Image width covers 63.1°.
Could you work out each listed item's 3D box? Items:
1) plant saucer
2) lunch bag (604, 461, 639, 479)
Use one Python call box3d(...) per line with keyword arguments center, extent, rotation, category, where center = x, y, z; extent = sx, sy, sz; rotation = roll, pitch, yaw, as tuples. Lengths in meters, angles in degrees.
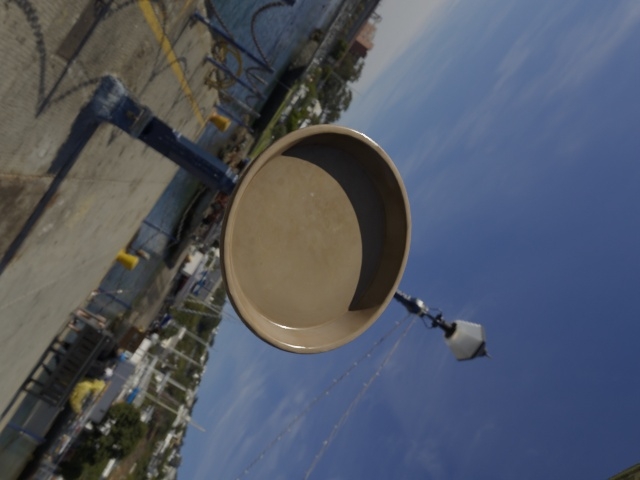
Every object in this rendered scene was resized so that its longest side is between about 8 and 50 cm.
box3d(center=(0.000, 0.000, 0.637), extent=(0.041, 0.278, 0.278), rotation=(16, -110, 54), category="plant saucer")
box3d(center=(0.264, 0.305, 0.320), extent=(0.305, 0.212, 0.256), rotation=(-55, -159, 37), category="lunch bag")
